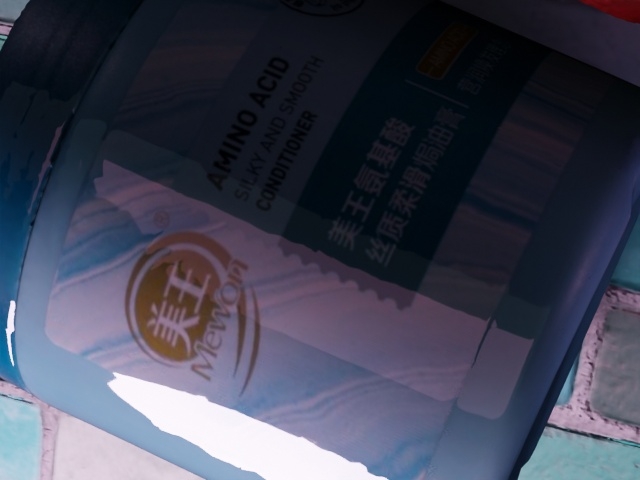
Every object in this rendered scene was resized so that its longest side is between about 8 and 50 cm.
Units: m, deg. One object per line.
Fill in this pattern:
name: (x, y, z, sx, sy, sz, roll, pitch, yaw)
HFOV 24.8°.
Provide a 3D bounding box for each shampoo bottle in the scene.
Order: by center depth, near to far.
shampoo bottle: (0.000, 0.000, 0.906, 0.343, 0.331, 0.331, 25, 112, 12)

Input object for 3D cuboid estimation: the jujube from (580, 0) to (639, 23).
jujube: (0.249, -0.241, 0.628, 0.377, 0.276, 0.276, -18, 97, 24)
